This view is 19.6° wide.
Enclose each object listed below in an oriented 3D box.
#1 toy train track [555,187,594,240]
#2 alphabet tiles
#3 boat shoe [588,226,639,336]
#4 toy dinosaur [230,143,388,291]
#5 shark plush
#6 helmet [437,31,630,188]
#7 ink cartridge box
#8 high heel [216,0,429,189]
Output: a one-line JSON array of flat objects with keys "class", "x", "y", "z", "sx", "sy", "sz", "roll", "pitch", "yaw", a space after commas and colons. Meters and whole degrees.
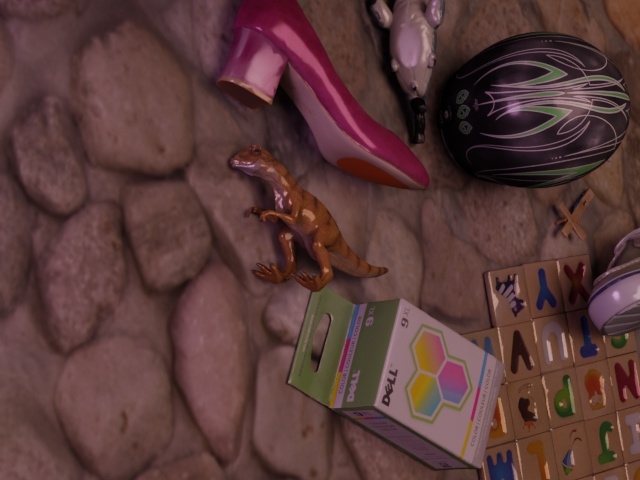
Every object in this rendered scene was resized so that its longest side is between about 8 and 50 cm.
[{"class": "toy train track", "x": 0.269, "y": -0.028, "z": 1.958, "sx": 0.048, "sy": 0.014, "sz": 0.083, "roll": 54, "pitch": 44, "yaw": -14}, {"class": "alphabet tiles", "x": 0.252, "y": 0.191, "z": 1.900, "sx": 0.285, "sy": 0.011, "sz": 0.343, "roll": -8, "pitch": 88, "yaw": -46}, {"class": "boat shoe", "x": 0.355, "y": 0.032, "z": 1.973, "sx": 0.302, "sy": 0.109, "sz": 0.094, "roll": -10, "pitch": 68, "yaw": -58}, {"class": "toy dinosaur", "x": 0.000, "y": 0.000, "z": 1.649, "sx": 0.211, "sy": 0.064, "sz": 0.112, "roll": 47, "pitch": 52, "yaw": -29}, {"class": "shark plush", "x": 0.102, "y": -0.178, "z": 1.793, "sx": 0.067, "sy": 0.073, "sz": 0.161, "roll": 0, "pitch": 76, "yaw": -75}, {"class": "helmet", "x": 0.217, "y": -0.128, "z": 1.818, "sx": 0.169, "sy": 0.161, "sz": 0.169, "roll": 10, "pitch": 75, "yaw": -43}, {"class": "ink cartridge box", "x": 0.074, "y": 0.123, "z": 1.699, "sx": 0.209, "sy": 0.062, "sz": 0.109, "roll": 34, "pitch": 61, "yaw": -35}, {"class": "high heel", "x": 0.018, "y": -0.139, "z": 1.682, "sx": 0.244, "sy": 0.082, "sz": 0.117, "roll": 29, "pitch": 72, "yaw": -24}]
